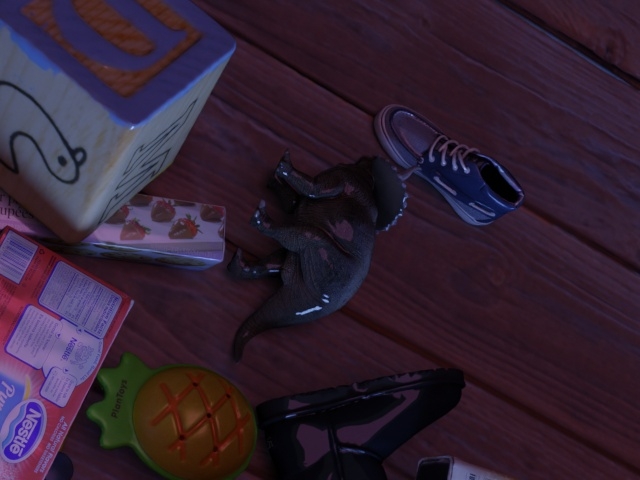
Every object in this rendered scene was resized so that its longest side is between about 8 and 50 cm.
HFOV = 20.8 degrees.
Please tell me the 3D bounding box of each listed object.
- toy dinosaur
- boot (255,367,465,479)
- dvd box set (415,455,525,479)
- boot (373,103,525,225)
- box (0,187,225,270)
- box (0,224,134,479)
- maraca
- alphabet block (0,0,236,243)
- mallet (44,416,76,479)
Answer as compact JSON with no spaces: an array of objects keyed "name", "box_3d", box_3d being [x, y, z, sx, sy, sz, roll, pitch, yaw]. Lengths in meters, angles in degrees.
[{"name":"toy dinosaur","box_3d":[0.000,0.000,1.909,0.160,0.121,0.314,26,63,-4]},{"name":"boot","box_3d":[0.061,0.256,1.884,0.246,0.094,0.207,-9,78,-20]},{"name":"dvd box set","box_3d":[0.257,0.431,1.904,0.420,0.062,0.308,20,73,-32]},{"name":"boot","box_3d":[0.152,-0.097,2.023,0.190,0.086,0.069,40,64,-12]},{"name":"box","box_3d":[-0.258,-0.022,1.820,0.324,0.067,0.063,9,73,-25]},{"name":"box","box_3d":[-0.325,0.158,1.698,0.154,0.142,0.300,31,66,-16]},{"name":"maraca","box_3d":[-0.151,0.184,1.799,0.185,0.099,0.127,21,61,-19]},{"name":"alphabet block","box_3d":[-0.232,-0.152,1.746,0.192,0.197,0.193,40,45,7]},{"name":"mallet","box_3d":[-0.248,0.172,1.777,0.039,0.062,0.190,30,66,-17]}]
